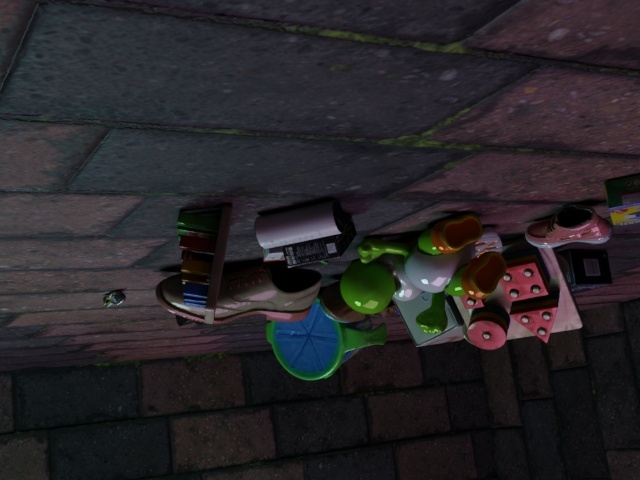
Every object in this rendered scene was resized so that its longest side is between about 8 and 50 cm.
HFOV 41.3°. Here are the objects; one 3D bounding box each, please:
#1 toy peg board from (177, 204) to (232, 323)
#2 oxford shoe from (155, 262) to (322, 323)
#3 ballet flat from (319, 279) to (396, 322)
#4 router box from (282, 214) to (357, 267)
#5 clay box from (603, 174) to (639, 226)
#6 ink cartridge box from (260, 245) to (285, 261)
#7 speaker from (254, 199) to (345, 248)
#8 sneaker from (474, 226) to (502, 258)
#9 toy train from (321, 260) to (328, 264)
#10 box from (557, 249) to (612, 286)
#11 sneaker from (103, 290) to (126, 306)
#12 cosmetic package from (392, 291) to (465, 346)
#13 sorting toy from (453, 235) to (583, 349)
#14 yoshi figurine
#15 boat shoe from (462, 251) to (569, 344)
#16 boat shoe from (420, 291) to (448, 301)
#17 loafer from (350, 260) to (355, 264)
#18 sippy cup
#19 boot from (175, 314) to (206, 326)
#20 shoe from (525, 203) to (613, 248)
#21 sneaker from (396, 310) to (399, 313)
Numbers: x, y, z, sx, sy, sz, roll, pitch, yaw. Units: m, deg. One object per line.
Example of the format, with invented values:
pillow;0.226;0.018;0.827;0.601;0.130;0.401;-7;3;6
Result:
toy peg board;-0.189;0.035;1.311;0.079;0.160;0.161;10;166;-5
oxford shoe;-0.162;0.088;1.750;0.348;0.123;0.130;1;140;-29
ballet flat;0.125;0.138;2.131;0.124;0.116;0.342;-35;158;23
router box;0.000;0.000;1.395;0.092;0.038;0.122;-12;-165;19
clay box;0.570;-0.070;1.484;0.128;0.053;0.222;-11;167;20
ink cartridge box;-0.075;0.021;1.592;0.063;0.029;0.115;-5;168;-13
speaker;-0.031;-0.025;1.333;0.136;0.055;0.055;-12;168;21
sneaker;0.305;0.027;1.747;0.084;0.083;0.215;-6;150;-16
toy train;-0.003;0.037;1.748;0.024;0.017;0.083;0;171;16
box;0.631;0.084;2.177;0.156;0.093;0.158;1;167;-36
sneaker;-0.453;0.127;1.895;0.035;0.031;0.083;-15;-179;-43
cosmetic package;0.326;0.178;2.203;0.129;0.153;0.296;-32;161;24
sorting toy;0.417;0.132;1.886;0.257;0.255;0.089;-14;-151;28
yoshi figurine;0.166;0.071;1.638;0.203;0.203;0.362;17;161;-26
boat shoe;0.470;0.142;2.062;0.302;0.113;0.103;-40;-177;6
boat shoe;0.294;0.092;2.012;0.258;0.089;0.109;-5;168;-11
loafer;0.097;0.081;1.922;0.050;0.056;0.148;-2;169;5
sippy cup;0.020;0.244;2.310;0.224;0.305;0.240;-8;133;-56
boot;-0.244;0.155;2.067;0.161;0.083;0.246;-9;176;-30
shoe;0.454;-0.031;1.606;0.178;0.063;0.081;-2;153;45
sneaker;0.164;0.195;2.487;0.170;0.071;0.068;-3;168;-16
